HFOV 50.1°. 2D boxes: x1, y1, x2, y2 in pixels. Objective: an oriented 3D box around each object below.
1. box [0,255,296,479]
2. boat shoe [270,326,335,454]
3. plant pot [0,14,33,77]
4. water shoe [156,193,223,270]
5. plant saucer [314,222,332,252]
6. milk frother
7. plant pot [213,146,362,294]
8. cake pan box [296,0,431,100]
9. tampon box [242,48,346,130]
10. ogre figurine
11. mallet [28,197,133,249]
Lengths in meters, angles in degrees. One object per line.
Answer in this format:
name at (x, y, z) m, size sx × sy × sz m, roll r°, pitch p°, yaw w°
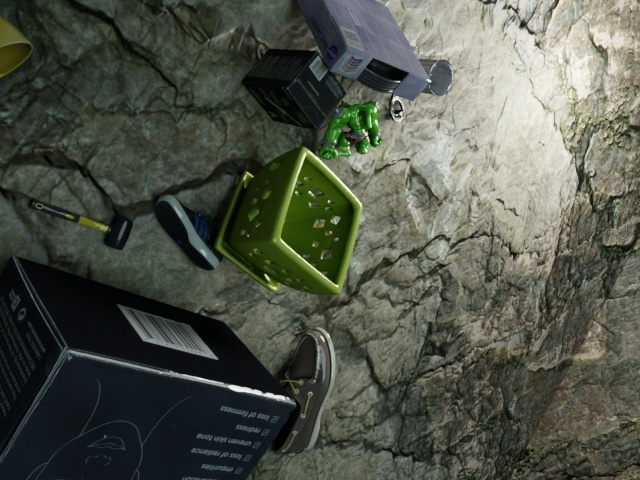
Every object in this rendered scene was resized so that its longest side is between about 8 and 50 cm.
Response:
box at (-0.387, 0.348, 1.169) m, size 0.480 × 0.297 × 0.472 m, roll 27°, pitch 97°, yaw -46°
boat shoe at (-0.049, 0.366, 1.643) m, size 0.097 × 0.116 × 0.324 m, roll -2°, pitch 111°, yaw -42°
plant pot at (-0.526, -0.306, 1.041) m, size 0.134 × 0.134 × 0.095 m, roll -35°, pitch 98°, yaw -25°
water shoe at (-0.260, -0.029, 1.384) m, size 0.080 × 0.073 × 0.203 m, roll -60°, pitch 139°, yaw -35°
plant saucer at (0.000, 0.000, 1.625) m, size 0.083 × 0.015 × 0.083 m, roll -13°, pitch 112°, yaw -35°
milk frother at (0.228, -0.352, 1.615) m, size 0.129 × 0.135 × 0.143 m, roll -35°, pitch 123°, yaw -25°
plant pot at (-0.073, -0.026, 1.406) m, size 0.228 × 0.207 × 0.227 m, roll 41°, pitch 53°, yaw -39°
cake pan box at (0.087, -0.419, 1.411) m, size 0.246 × 0.267 × 0.070 m, roll 6°, pitch 140°, yaw -40°
tampon box at (-0.054, -0.308, 1.385) m, size 0.101 × 0.161 × 0.120 m, roll -53°, pitch 130°, yaw -14°
ogre figurine at (0.077, -0.254, 1.554) m, size 0.197 × 0.097 × 0.118 m, roll -7°, pitch 120°, yaw -26°
mallet at (-0.432, -0.045, 1.253) m, size 0.190 × 0.039 × 0.062 m, roll 31°, pitch 85°, yaw -37°
